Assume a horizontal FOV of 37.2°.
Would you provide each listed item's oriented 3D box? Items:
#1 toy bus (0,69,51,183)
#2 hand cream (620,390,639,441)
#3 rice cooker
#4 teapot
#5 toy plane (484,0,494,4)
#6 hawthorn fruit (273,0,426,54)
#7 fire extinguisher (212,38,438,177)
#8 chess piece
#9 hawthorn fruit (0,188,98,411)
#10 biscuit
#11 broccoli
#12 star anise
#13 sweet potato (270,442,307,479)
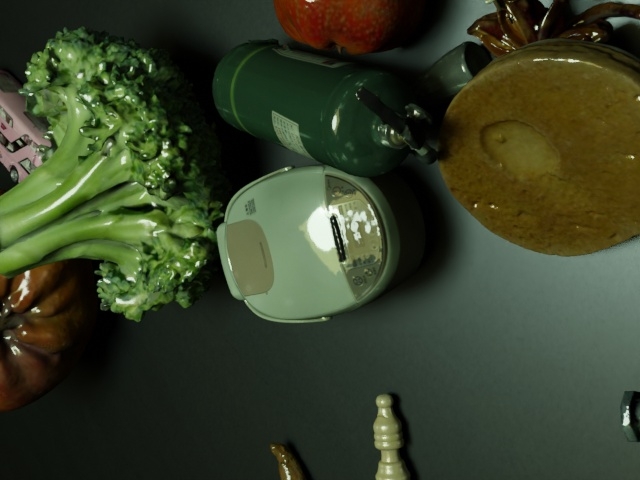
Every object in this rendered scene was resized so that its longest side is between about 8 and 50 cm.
[{"bbox_3d":[-0.393,-0.143,1.219,0.203,0.063,0.090,43,124,26],"label":"toy bus"},{"bbox_3d":[0.339,0.124,0.663,0.256,0.055,0.088,-10,86,39],"label":"hand cream"},{"bbox_3d":[0.000,0.000,0.877,0.206,0.127,0.145,-13,91,45],"label":"rice cooker"},{"bbox_3d":[0.094,-0.130,0.821,0.110,0.043,0.043,-24,84,43],"label":"teapot"},{"bbox_3d":[0.189,-0.265,0.676,0.262,0.088,0.192,1,79,21],"label":"toy plane"},{"bbox_3d":[0.022,-0.226,0.799,0.133,0.133,0.138,20,111,36],"label":"hawthorn fruit"},{"bbox_3d":[0.013,-0.110,0.805,0.294,0.118,0.093,28,86,54],"label":"fire extinguisher"},{"bbox_3d":[0.067,0.195,0.926,0.035,0.035,0.092,-4,93,41],"label":"chess piece"},{"bbox_3d":[-0.420,0.054,1.175,0.298,0.277,0.277,31,121,53],"label":"hawthorn fruit"},{"bbox_3d":[0.185,-0.069,0.716,0.181,0.049,0.208,49,144,-15],"label":"biscuit"},{"bbox_3d":[-0.211,-0.059,0.986,0.260,0.235,0.288,-36,71,14],"label":"broccoli"},{"bbox_3d":[0.201,-0.146,0.713,0.190,0.070,0.097,21,140,34],"label":"star anise"},{"bbox_3d":[0.000,0.311,1.001,0.050,0.050,0.214,-49,62,36],"label":"sweet potato"}]
